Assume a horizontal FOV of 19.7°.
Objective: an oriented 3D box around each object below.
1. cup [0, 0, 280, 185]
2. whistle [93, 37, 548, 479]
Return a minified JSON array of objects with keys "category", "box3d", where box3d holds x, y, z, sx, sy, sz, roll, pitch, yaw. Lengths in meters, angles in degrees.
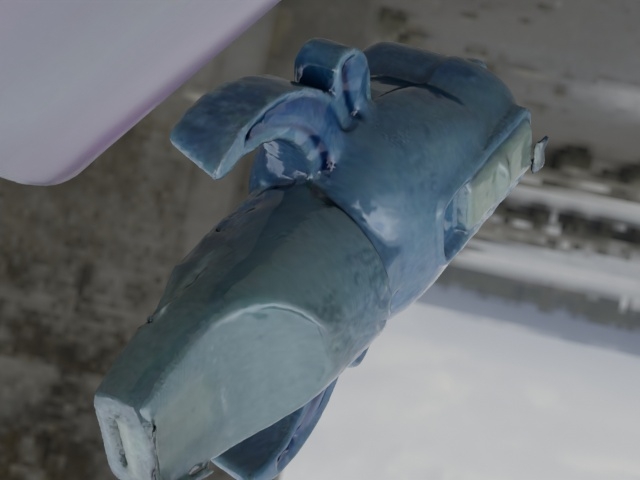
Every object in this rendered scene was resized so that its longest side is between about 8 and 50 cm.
[{"category":"cup","box3d":[-0.019,-0.209,0.411,0.253,0.371,0.253,50,-170,-12]},{"category":"whistle","box3d":[0.000,0.000,0.735,0.093,0.180,0.269,22,-135,27]}]
